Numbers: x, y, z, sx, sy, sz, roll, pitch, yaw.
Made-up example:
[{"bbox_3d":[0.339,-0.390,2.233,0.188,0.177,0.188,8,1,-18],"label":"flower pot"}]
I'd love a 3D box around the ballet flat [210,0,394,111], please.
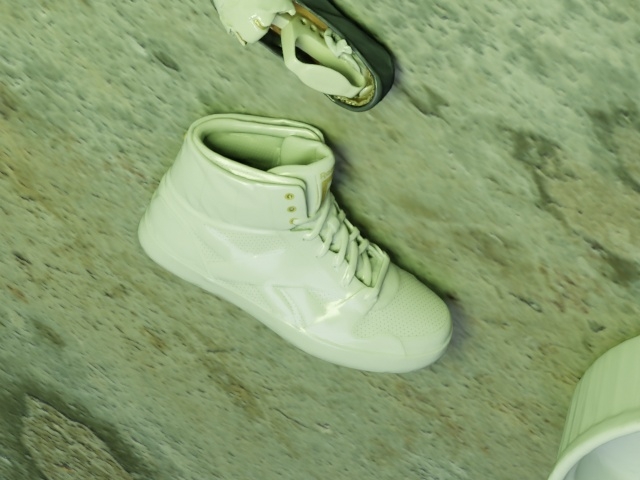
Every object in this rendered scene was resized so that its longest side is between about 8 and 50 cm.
[{"bbox_3d":[-0.026,-0.166,1.292,0.203,0.074,0.074,36,131,-19],"label":"ballet flat"}]

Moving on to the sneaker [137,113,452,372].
[{"bbox_3d":[0.000,0.000,1.419,0.292,0.108,0.169,24,138,-6],"label":"sneaker"}]

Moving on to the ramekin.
[{"bbox_3d":[0.342,0.204,1.501,0.277,0.135,0.277,7,134,8],"label":"ramekin"}]
